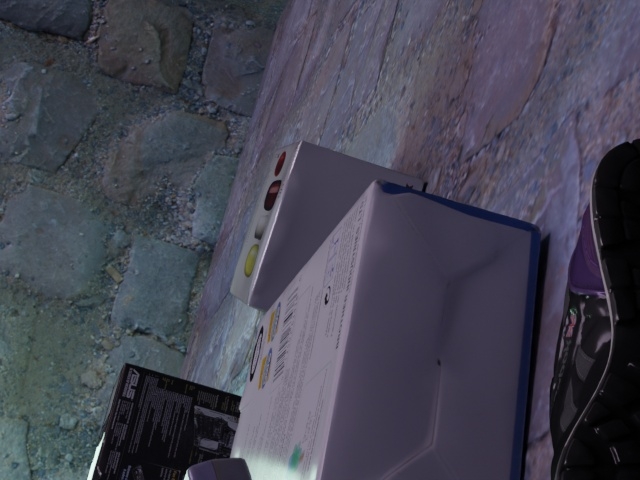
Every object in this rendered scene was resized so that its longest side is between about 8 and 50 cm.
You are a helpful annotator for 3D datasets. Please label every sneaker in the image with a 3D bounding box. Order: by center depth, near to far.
[{"bbox_3d":[0.165,0.095,0.583,0.124,0.107,0.283,98,-174,-57],"label":"sneaker"}]

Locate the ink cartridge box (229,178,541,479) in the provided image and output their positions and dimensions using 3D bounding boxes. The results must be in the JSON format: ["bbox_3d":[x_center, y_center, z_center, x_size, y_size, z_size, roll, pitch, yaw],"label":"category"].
[{"bbox_3d":[0.022,0.159,0.969,0.395,0.151,0.270,131,154,-59],"label":"ink cartridge box"}]

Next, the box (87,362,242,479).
[{"bbox_3d":[-0.161,0.321,1.366,0.076,0.242,0.307,123,161,-51],"label":"box"}]

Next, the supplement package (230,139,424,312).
[{"bbox_3d":[0.000,0.000,1.332,0.203,0.149,0.194,-174,102,-80],"label":"supplement package"}]

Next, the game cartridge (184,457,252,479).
[{"bbox_3d":[-0.049,0.365,0.814,0.230,0.068,0.355,115,143,-45],"label":"game cartridge"}]
